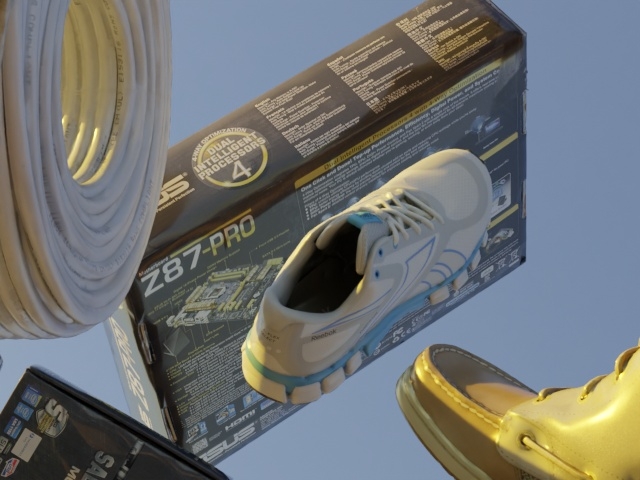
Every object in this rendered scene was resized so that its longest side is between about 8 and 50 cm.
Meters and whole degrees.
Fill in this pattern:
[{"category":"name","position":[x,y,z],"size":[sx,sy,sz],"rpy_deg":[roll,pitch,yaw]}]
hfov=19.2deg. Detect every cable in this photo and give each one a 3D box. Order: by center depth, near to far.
[{"category":"cable","position":[-0.140,-0.080,0.914],"size":[0.089,0.257,0.257],"rpy_deg":[3,-14,12]}]

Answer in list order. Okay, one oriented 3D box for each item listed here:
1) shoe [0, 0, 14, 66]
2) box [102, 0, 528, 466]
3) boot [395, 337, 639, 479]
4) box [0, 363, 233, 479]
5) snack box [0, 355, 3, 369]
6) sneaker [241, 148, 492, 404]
[{"category":"shoe","position":[-0.068,-0.054,0.284],"size":[0.219,0.076,0.058],"rpy_deg":[129,-59,-73]},{"category":"box","position":[0.000,0.000,1.608],"size":[0.097,0.395,0.318],"rpy_deg":[47,-20,31]},{"category":"boot","position":[0.138,0.058,0.820],"size":[0.213,0.077,0.165],"rpy_deg":[35,-65,35]},{"category":"box","position":[-0.201,0.239,1.457],"size":[0.183,0.233,0.059],"rpy_deg":[31,0,1]},{"category":"snack box","position":[-0.214,0.037,0.714],"size":[0.178,0.064,0.022],"rpy_deg":[24,-11,-4]},{"category":"sneaker","position":[0.033,0.005,1.022],"size":[0.071,0.191,0.083],"rpy_deg":[32,-32,20]}]
